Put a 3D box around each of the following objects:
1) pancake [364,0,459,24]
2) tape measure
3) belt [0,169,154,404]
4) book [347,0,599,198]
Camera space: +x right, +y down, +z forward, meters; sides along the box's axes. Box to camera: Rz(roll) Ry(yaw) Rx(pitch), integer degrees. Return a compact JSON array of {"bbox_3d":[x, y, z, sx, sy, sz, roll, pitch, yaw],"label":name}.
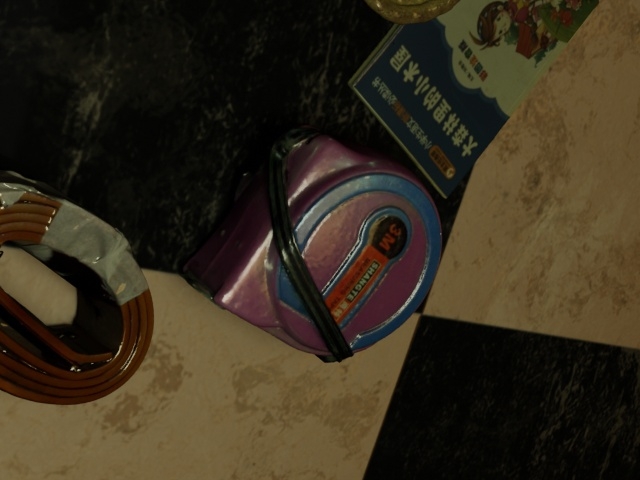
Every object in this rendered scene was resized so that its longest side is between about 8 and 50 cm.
[{"bbox_3d":[0.104,-0.330,1.283,0.199,0.021,0.199,-8,107,-29],"label":"pancake"},{"bbox_3d":[0.000,0.000,1.277,0.245,0.149,0.231,36,87,-34],"label":"tape measure"},{"bbox_3d":[-0.267,0.043,1.107,0.184,0.105,0.261,-50,130,-13],"label":"belt"},{"bbox_3d":[0.189,-0.233,1.404,0.322,0.018,0.228,-53,131,-8],"label":"book"}]
